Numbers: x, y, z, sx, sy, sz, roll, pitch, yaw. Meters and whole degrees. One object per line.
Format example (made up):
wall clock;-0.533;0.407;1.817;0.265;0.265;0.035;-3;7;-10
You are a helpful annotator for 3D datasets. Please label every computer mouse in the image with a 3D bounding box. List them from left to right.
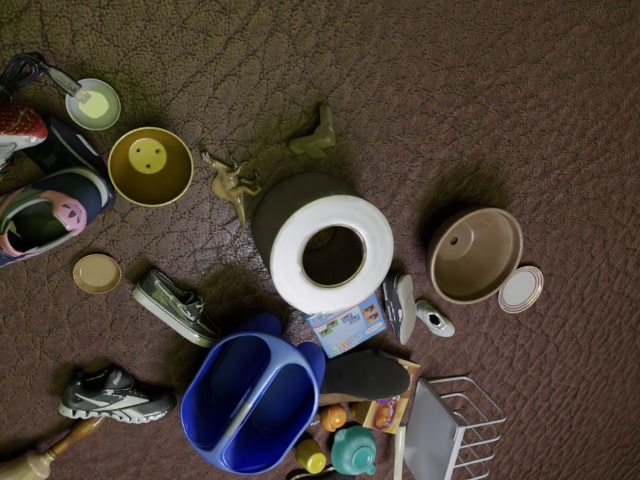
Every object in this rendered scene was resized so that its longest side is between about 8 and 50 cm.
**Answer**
computer mouse;-0.407;-0.175;0.783;0.184;0.060;0.262;-30;115;25

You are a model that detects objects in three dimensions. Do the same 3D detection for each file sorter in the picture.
file sorter;0.359;0.533;1.307;0.173;0.193;0.277;-2;113;-21

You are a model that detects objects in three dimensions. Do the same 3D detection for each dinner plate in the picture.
dinner plate;0.532;0.129;1.288;0.141;0.017;0.141;-7;115;-16

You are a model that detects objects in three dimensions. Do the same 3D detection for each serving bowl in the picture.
serving bowl;-0.378;-0.228;0.808;0.083;0.027;0.083;-7;114;-16

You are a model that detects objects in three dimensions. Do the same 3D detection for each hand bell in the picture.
hand bell;-0.551;0.438;1.012;0.242;0.126;0.126;-37;120;-15

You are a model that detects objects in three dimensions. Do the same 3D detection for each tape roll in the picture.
tape roll;0.000;0.000;0.959;0.246;0.169;0.246;-7;115;-16

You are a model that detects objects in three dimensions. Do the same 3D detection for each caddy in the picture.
caddy;-0.138;0.319;0.989;0.241;0.179;0.341;33;109;4

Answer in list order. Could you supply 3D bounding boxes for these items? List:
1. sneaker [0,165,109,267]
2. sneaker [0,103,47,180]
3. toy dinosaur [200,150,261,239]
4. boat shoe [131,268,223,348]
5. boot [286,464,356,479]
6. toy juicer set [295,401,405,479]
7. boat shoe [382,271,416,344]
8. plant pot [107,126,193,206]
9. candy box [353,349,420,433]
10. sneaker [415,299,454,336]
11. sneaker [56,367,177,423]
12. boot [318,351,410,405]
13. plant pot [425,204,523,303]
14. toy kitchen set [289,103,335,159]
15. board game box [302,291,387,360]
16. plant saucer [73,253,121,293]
sneaker;-0.498;-0.013;0.769;0.319;0.131;0.112;-26;119;14
sneaker;-0.500;-0.143;0.743;0.225;0.088;0.092;-7;131;24
toy dinosaur;-0.162;-0.102;0.936;0.093;0.053;0.183;-22;111;8
boat shoe;-0.272;0.141;0.978;0.070;0.078;0.219;-45;117;5
boot;0.020;0.678;1.280;0.198;0.137;0.077;0;113;-20
toy juicer set;0.106;0.527;1.285;0.329;0.089;0.209;24;85;-25
boat shoe;0.186;0.162;1.168;0.075;0.065;0.206;-41;133;-41
plant pot;-0.295;-0.137;0.835;0.134;0.095;0.134;-9;115;-20
candy box;0.170;0.383;1.223;0.109;0.053;0.186;24;86;-26
sneaker;0.293;0.209;1.215;0.152;0.061;0.053;38;94;-30
sneaker;-0.414;0.318;1.005;0.234;0.078;0.106;10;111;-21
boot;0.059;0.344;1.157;0.305;0.112;0.115;-2;145;-5
plant pot;0.337;0.019;1.119;0.237;0.110;0.237;-7;115;-15
toy kitchen set;-0.011;-0.209;0.948;0.083;0.075;0.068;-10;163;20
board game box;0.059;0.178;1.092;0.160;0.039;0.211;-29;139;-5
plant saucer;-0.427;0.062;0.924;0.083;0.015;0.083;-8;114;-17
